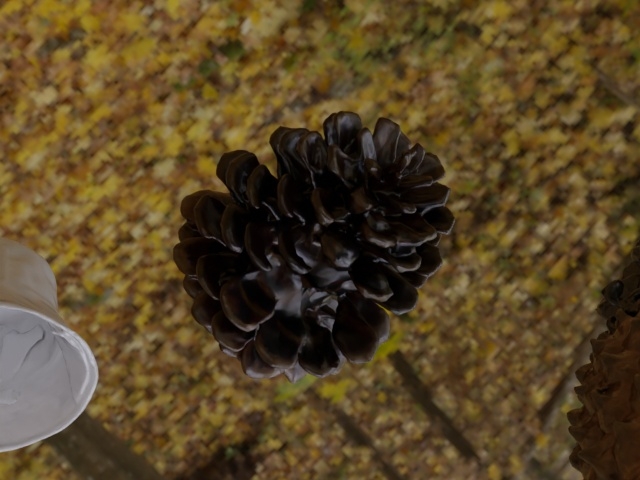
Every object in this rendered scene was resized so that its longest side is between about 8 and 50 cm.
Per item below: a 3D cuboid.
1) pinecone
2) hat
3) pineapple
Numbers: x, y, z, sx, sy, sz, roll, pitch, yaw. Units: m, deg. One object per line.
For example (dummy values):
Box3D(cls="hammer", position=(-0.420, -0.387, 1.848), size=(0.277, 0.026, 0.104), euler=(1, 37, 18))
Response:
Box3D(cls="pinecone", position=(0.003, 0.002, 1.135), size=(0.246, 0.246, 0.292), euler=(-24, 170, -42))
Box3D(cls="hat", position=(-0.286, 0.075, 1.017), size=(0.203, 0.126, 0.203), euler=(-2, 132, -3))
Box3D(cls="pineapple", position=(0.278, 0.096, 0.875), size=(0.223, 0.223, 0.357), euler=(-60, -166, 28))
